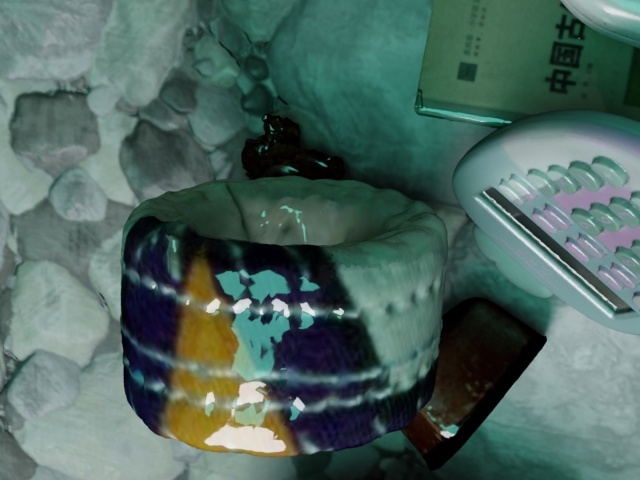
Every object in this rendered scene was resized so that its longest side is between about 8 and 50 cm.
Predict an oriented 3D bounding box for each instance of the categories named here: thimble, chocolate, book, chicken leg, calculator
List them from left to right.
[{"bbox_3d":[-0.030,0.041,0.724,0.237,0.237,0.150,6,107,15],"label":"thimble"},{"bbox_3d":[-0.006,0.000,0.841,0.089,0.048,0.219,-11,106,24],"label":"chicken leg"},{"bbox_3d":[0.096,0.114,0.822,0.080,0.125,0.149,43,122,17],"label":"chocolate"},{"bbox_3d":[0.176,-0.007,0.680,0.185,0.299,0.041,40,77,-3],"label":"calculator"},{"bbox_3d":[0.216,-0.160,0.676,0.282,0.025,0.215,10,87,12],"label":"book"}]

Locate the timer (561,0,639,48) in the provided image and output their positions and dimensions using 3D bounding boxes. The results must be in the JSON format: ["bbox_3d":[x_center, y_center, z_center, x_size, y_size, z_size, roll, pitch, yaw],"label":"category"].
[{"bbox_3d":[0.272,-0.212,0.613,0.262,0.087,0.237,21,90,11],"label":"timer"}]
